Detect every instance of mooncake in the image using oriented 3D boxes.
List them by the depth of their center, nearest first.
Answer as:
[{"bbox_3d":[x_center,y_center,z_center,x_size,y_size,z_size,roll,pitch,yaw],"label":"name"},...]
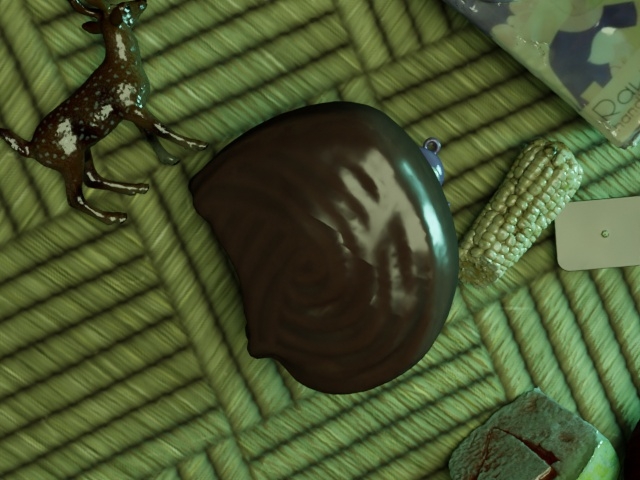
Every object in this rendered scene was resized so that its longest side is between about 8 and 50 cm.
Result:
[{"bbox_3d":[0.000,0.000,1.699,0.334,0.174,0.325,17,106,2],"label":"mooncake"}]

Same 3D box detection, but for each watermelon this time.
[{"bbox_3d":[0.262,0.324,1.857,0.213,0.201,0.261,-41,146,-7],"label":"watermelon"}]

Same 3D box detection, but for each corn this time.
[{"bbox_3d":[0.241,-0.032,1.824,0.087,0.087,0.211,39,85,-14],"label":"corn"}]

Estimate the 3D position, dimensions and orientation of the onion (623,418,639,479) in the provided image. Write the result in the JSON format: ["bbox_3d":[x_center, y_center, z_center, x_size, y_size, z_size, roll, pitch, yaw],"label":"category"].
[{"bbox_3d":[0.518,0.301,1.853,0.276,0.276,0.276,-2,97,-13],"label":"onion"}]

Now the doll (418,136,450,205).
[{"bbox_3d":[0.091,-0.034,1.800,0.110,0.067,0.205,27,100,-6],"label":"doll"}]

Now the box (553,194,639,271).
[{"bbox_3d":[0.358,-0.010,1.866,0.126,0.031,0.091,-6,97,3],"label":"box"}]

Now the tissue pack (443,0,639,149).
[{"bbox_3d":[0.320,-0.303,1.769,0.344,0.125,0.242,37,104,-15],"label":"tissue pack"}]

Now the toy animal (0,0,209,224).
[{"bbox_3d":[-0.251,-0.173,1.690,0.243,0.087,0.260,-45,107,-7],"label":"toy animal"}]
